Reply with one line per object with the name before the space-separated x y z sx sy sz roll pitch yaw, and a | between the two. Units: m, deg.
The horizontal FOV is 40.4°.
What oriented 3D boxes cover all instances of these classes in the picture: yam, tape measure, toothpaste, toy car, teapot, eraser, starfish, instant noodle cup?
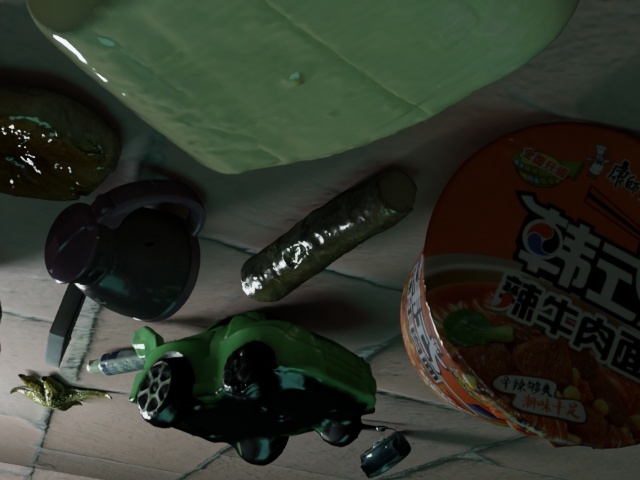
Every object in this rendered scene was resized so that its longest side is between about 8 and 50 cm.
yam | 0.000 0.000 0.866 0.061 0.061 0.274 19 152 -23
tape measure | 0.083 0.373 1.676 0.180 0.104 0.107 39 -177 9
toothpaste | -0.285 0.189 1.381 0.216 0.037 0.062 -12 150 28
toy car | -0.102 0.182 1.165 0.358 0.176 0.213 -22 140 38
teapot | -0.188 0.012 0.857 0.148 0.116 0.146 -18 156 33
eraser | -0.320 0.094 1.108 0.023 0.104 0.150 21 153 -11
starfish | -0.508 0.297 1.679 0.216 0.050 0.223 -5 159 8
instant noodle cup | 0.184 0.052 0.731 0.250 0.250 0.192 10 163 -5

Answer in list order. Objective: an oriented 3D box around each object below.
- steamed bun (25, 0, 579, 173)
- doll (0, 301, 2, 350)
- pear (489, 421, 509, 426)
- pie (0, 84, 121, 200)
steamed bun | -0.008 -0.148 0.437 0.250 0.155 0.200 -17 149 30
doll | -0.504 0.075 1.063 0.251 0.221 0.221 33 152 -2
pear | 0.216 0.141 1.006 0.148 0.149 0.162 1 159 13
pie | -0.274 -0.087 0.771 0.195 0.046 0.195 7 158 3
